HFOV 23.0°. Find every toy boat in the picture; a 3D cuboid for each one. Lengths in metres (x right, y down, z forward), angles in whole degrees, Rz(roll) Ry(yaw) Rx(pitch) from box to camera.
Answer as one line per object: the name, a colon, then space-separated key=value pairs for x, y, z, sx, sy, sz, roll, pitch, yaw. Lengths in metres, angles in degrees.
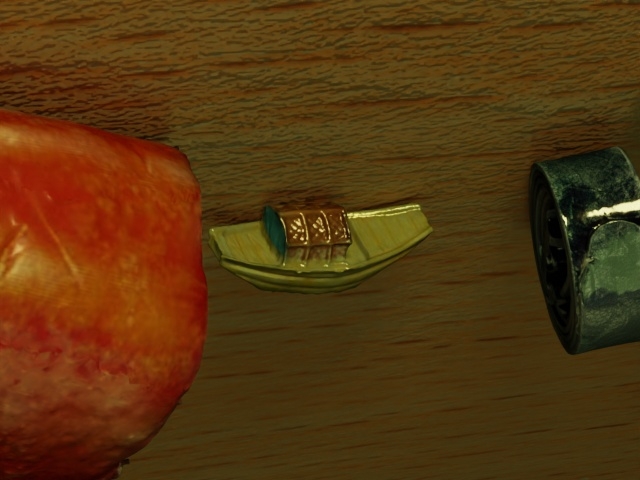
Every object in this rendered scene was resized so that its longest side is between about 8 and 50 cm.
toy boat: x=0.000 y=0.000 z=1.179 sx=0.172 sy=0.065 sz=0.066 roll=-5 pitch=134 yaw=-23

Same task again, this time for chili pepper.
chili pepper: x=-0.248 y=0.021 z=0.964 sx=0.305 sy=0.229 sz=0.251 roll=18 pitch=145 yaw=-31

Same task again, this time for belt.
belt: x=0.211 y=0.007 z=1.196 sx=0.082 sy=0.141 sz=0.190 roll=-14 pitch=152 yaw=-1
